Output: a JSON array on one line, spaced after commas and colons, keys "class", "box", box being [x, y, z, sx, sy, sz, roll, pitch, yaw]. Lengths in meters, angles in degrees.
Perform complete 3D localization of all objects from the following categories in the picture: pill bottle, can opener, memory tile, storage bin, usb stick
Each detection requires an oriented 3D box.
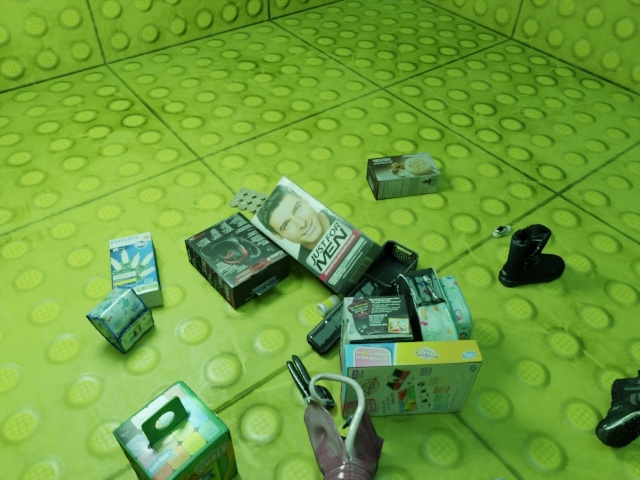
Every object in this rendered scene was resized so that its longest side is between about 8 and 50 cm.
[{"class": "pill bottle", "box": [0.033, 0.193, 1.570, 0.083, 0.043, 0.043, -26, 52, -26]}, {"class": "can opener", "box": [-0.039, 0.382, 1.380, 0.059, 0.073, 0.186, -50, 52, 6]}, {"class": "memory tile", "box": [-0.252, -0.145, 1.922, 0.148, 0.012, 0.113, 17, 47, 13]}, {"class": "storage bin", "box": [0.216, 0.096, 1.646, 0.122, 0.084, 0.180, 29, 50, 25]}, {"class": "usb stick", "box": [0.073, 0.216, 1.512, 0.077, 0.045, 0.278, 40, 66, 16]}]

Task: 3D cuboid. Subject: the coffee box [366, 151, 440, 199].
[{"class": "coffee box", "box": [0.312, -0.248, 1.983, 0.247, 0.098, 0.141, -7, 46, -9]}]

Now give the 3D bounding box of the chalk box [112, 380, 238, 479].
[{"class": "chalk box", "box": [-0.310, 0.449, 1.128, 0.179, 0.288, 0.180, 34, 53, 28]}]

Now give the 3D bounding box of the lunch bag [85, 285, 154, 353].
[{"class": "lunch bag", "box": [-0.548, 0.222, 1.452, 0.096, 0.151, 0.128, 3, 40, 38]}]

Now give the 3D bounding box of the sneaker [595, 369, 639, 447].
[{"class": "sneaker", "box": [0.787, 0.427, 1.341, 0.284, 0.107, 0.124, -17, 33, -23]}]

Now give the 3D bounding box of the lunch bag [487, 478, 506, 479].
[{"class": "lunch bag", "box": [0.301, 0.583, 1.094, 0.219, 0.176, 0.090, -10, 47, -11]}]

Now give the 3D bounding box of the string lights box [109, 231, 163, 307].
[{"class": "string lights box", "box": [-0.578, 0.098, 1.622, 0.134, 0.076, 0.259, -13, 47, -13]}]

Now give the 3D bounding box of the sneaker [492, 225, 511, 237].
[{"class": "sneaker", "box": [0.644, -0.038, 1.828, 0.083, 0.036, 0.032, -25, 49, -26]}]

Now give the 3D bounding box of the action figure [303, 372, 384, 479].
[{"class": "action figure", "box": [0.072, 0.514, 1.108, 0.248, 0.275, 0.370, 6, 31, -4]}]

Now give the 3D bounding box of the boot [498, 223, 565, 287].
[{"class": "boot", "box": [0.689, 0.040, 1.632, 0.247, 0.207, 0.094, -11, 46, -14]}]

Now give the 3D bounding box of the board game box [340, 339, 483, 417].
[{"class": "board game box", "box": [0.212, 0.345, 1.285, 0.317, 0.242, 0.064, -1, 44, -4]}]

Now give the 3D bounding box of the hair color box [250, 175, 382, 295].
[{"class": "hair color box", "box": [-0.016, -0.017, 1.605, 0.375, 0.114, 0.185, 38, 94, 24]}]

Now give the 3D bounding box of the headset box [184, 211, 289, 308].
[{"class": "headset box", "box": [-0.254, 0.064, 1.642, 0.218, 0.110, 0.293, -32, 54, -29]}]

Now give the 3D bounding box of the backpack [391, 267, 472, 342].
[{"class": "backpack", "box": [0.305, 0.228, 1.421, 0.191, 0.225, 0.253, -6, 49, -1]}]

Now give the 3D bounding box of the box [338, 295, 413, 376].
[{"class": "box", "box": [0.134, 0.271, 1.351, 0.164, 0.247, 0.142, -1, 43, -3]}]
